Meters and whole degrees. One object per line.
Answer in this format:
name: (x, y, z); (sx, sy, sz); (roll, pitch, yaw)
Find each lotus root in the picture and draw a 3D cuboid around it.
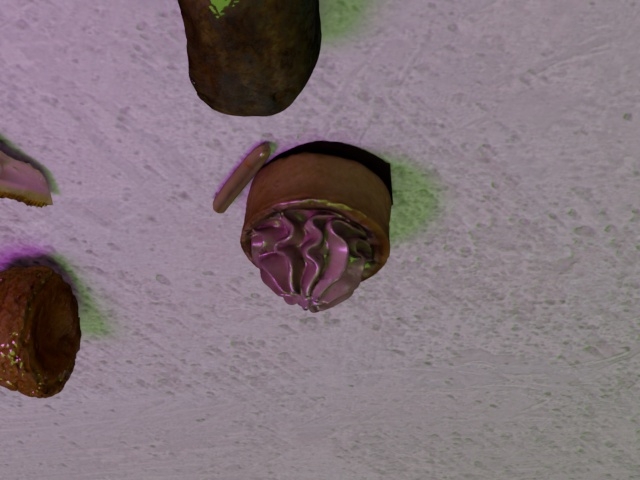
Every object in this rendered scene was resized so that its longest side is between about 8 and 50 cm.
lotus root: (-0.078, -0.247, 1.552); (0.152, 0.160, 0.275); (0, 143, 15)

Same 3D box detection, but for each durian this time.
durian: (-0.425, -0.075, 1.824); (0.224, 0.078, 0.140); (27, 134, -28)

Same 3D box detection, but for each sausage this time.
sausage: (-0.100, -0.078, 1.870); (0.024, 0.024, 0.132); (19, 137, -23)

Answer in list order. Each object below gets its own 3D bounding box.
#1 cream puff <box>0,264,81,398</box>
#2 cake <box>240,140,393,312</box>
cream puff: (-0.432, 0.123, 2.018); (0.169, 0.183, 0.183); (0, 143, 19)
cake: (0.000, 0.000, 1.852); (0.207, 0.178, 0.185); (-26, 134, 24)
